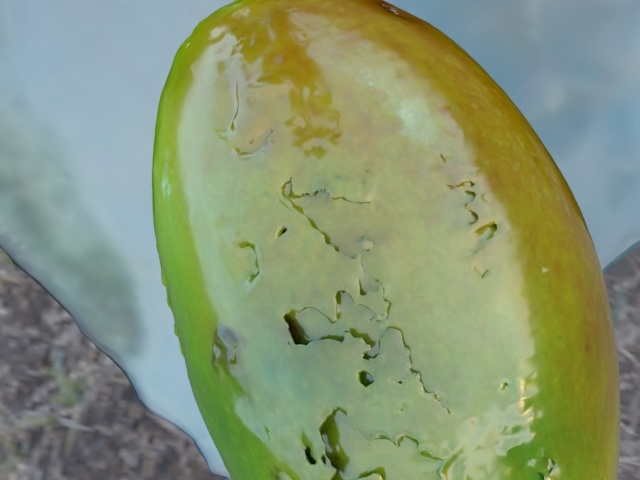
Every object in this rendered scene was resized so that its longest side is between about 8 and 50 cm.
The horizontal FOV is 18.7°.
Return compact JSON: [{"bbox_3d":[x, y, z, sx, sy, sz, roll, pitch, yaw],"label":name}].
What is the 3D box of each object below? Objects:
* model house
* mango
[{"bbox_3d":[0.034,-0.143,0.870,0.360,0.339,0.297,-40,100,21],"label":"model house"},{"bbox_3d":[0.023,0.041,0.528,0.111,0.125,0.233,-15,84,-9],"label":"mango"}]
